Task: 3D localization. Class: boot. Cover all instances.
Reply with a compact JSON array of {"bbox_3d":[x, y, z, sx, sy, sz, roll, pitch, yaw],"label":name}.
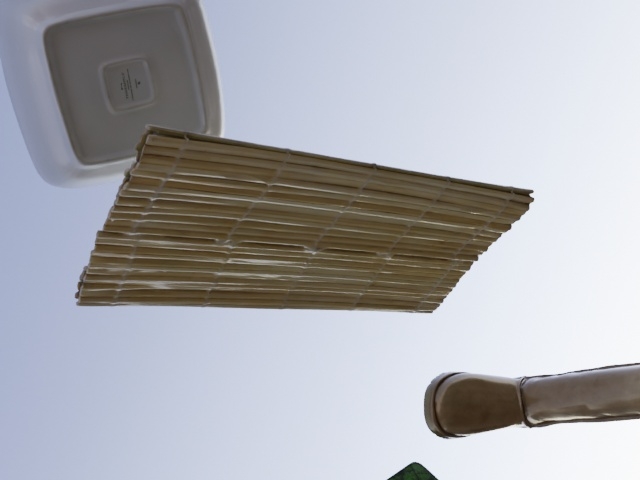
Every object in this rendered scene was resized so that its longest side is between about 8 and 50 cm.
[{"bbox_3d":[0.300,0.196,1.010,0.236,0.269,0.089,4,-105,-43],"label":"boot"}]

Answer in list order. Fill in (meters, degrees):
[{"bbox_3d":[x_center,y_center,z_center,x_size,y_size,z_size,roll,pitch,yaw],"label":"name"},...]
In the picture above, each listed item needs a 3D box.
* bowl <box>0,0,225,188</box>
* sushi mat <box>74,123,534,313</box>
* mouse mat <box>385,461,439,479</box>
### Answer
[{"bbox_3d":[-0.131,-0.107,0.526,0.142,0.053,0.142,-16,-69,-20],"label":"bowl"},{"bbox_3d":[0.000,0.000,0.553,0.316,0.019,0.151,5,-42,-35],"label":"sushi mat"},{"bbox_3d":[0.144,0.423,1.211,0.189,0.152,0.007,-19,-44,-43],"label":"mouse mat"}]
